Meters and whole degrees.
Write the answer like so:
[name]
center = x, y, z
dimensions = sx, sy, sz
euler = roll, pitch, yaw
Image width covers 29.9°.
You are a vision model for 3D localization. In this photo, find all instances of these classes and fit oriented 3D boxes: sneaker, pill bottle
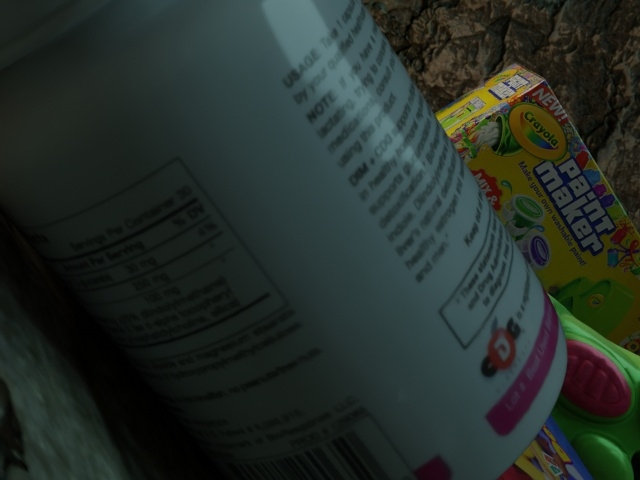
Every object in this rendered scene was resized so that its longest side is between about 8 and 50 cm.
[sneaker]
center = 0.215, 0.164, 1.009
dimensions = 0.483, 0.185, 0.202
euler = 42, -7, -6
[pill bottle]
center = -0.034, -0.026, 0.480
dimensions = 0.283, 0.160, 0.160
euler = 55, 7, -22

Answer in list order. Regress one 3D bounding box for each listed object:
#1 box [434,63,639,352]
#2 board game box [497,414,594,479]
[box]
center = 0.175, 0.014, 1.262
dimensions = 0.290, 0.279, 0.177
euler = 56, 7, -11
[board game box]
center = 0.068, 0.112, 0.701
dimensions = 0.233, 0.078, 0.347
euler = 30, 24, -51
